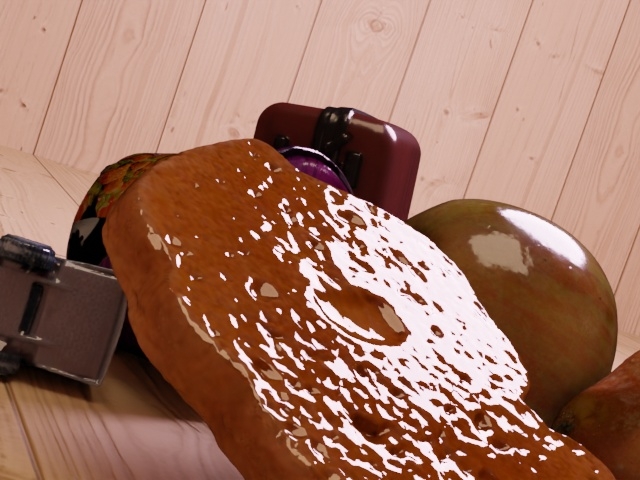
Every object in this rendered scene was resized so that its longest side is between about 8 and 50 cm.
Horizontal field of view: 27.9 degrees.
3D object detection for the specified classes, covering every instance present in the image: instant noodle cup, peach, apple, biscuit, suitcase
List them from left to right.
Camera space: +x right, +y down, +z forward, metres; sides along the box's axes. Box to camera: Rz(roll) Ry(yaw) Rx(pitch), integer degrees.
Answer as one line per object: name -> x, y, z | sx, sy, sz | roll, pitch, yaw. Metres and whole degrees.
instant noodle cup -> -0.105, 0.025, 1.210 | 0.190, 0.251, 0.251 | 11, 0, 34
suitcase -> 0.000, 0.000, 1.419 | 0.161, 0.297, 0.236 | 12, 3, 12
biscuit -> 0.024, 0.088, 0.932 | 0.349, 0.078, 0.455 | 12, 36, -47
apple -> 0.154, 0.086, 1.253 | 0.234, 0.257, 0.257 | 27, 2, -22
peach -> 0.313, 0.185, 1.131 | 0.235, 0.214, 0.214 | 9, 9, -25

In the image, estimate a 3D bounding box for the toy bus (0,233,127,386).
toy bus -> -0.327, 0.029, 1.043 | 0.329, 0.109, 0.136 | 17, -4, -17
